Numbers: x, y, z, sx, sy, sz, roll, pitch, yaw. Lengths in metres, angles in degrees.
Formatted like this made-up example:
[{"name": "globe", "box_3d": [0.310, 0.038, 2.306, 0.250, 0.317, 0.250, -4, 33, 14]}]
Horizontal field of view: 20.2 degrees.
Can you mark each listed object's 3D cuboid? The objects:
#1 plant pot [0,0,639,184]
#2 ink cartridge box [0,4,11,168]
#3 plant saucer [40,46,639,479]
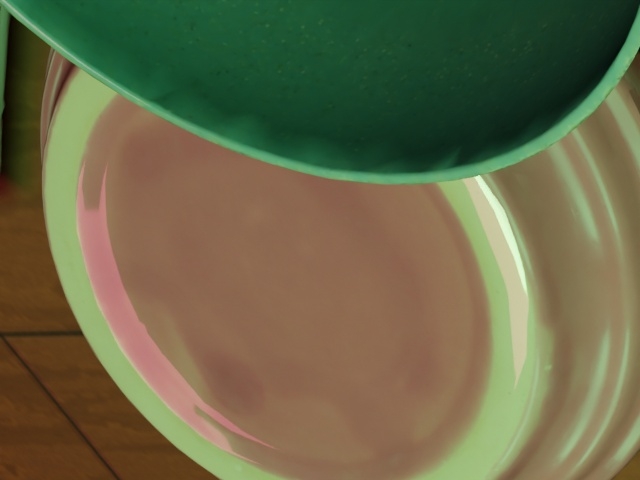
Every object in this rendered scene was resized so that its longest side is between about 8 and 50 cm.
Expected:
[{"name": "plant pot", "box_3d": [0.008, -0.188, 0.523, 0.290, 0.195, 0.290, 26, 147, 18]}, {"name": "ink cartridge box", "box_3d": [-0.319, -0.191, 1.006, 0.385, 0.091, 0.308, 48, 152, 17]}, {"name": "plant saucer", "box_3d": [0.000, 0.000, 0.795, 0.332, 0.084, 0.332, 17, 125, 25]}]
